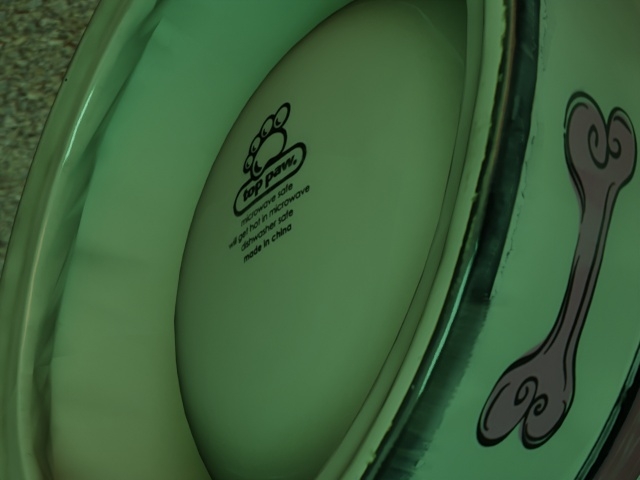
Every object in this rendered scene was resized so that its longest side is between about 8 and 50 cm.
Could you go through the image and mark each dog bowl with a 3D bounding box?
[{"bbox_3d":[0.000,0.000,0.601,0.150,0.408,0.408,19,36,-31],"label":"dog bowl"}]

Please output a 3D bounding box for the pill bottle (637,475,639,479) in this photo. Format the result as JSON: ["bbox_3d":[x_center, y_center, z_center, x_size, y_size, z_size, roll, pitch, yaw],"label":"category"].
[{"bbox_3d":[0.229,0.165,0.497,0.302,0.169,0.169,11,48,42],"label":"pill bottle"}]
